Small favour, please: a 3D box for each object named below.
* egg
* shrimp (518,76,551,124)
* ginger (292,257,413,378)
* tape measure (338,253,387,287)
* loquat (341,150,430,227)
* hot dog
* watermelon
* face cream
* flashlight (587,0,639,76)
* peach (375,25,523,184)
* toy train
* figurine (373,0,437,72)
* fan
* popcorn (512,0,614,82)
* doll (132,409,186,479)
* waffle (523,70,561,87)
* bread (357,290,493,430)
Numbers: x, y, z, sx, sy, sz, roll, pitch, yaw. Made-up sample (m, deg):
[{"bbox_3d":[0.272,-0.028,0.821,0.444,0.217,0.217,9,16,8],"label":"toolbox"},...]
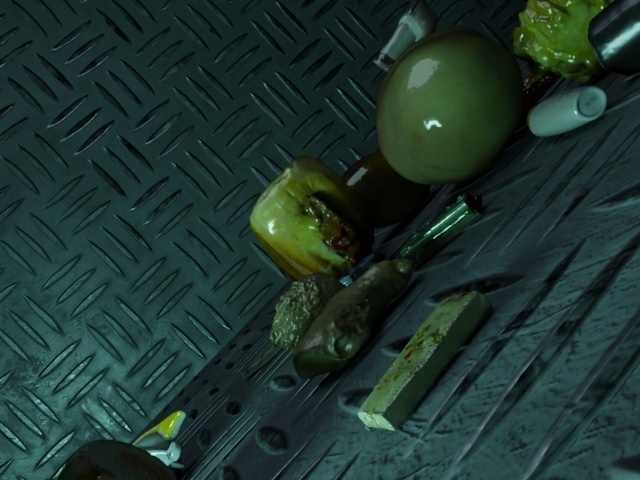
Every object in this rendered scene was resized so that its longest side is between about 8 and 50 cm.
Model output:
[{"bbox_3d":[-0.013,0.115,1.070,0.140,0.118,0.116,-59,10,-22],"label":"egg"},{"bbox_3d":[0.352,-0.221,1.371,0.294,0.062,0.154,-47,15,2],"label":"shrimp"},{"bbox_3d":[0.042,0.101,0.950,0.137,0.074,0.213,-26,21,51],"label":"ginger"},{"bbox_3d":[0.067,0.069,1.227,0.091,0.054,0.094,-39,2,-34],"label":"tape measure"},{"bbox_3d":[0.140,-0.117,1.559,0.227,0.179,0.179,-26,-5,-23],"label":"loquat"},{"bbox_3d":[0.001,-0.002,1.382,0.185,0.223,0.405,-48,-11,-7],"label":"hot dog"},{"bbox_3d":[-0.272,0.353,0.759,0.188,0.175,0.322,-44,2,-1],"label":"watermelon"},{"bbox_3d":[0.339,-0.179,0.958,0.072,0.051,0.182,-46,4,1],"label":"face cream"},{"bbox_3d":[0.488,-0.344,0.769,0.103,0.103,0.424,-47,4,-40],"label":"flashlight"},{"bbox_3d":[0.223,-0.243,1.248,0.292,0.247,0.292,-31,40,30],"label":"peach"},{"bbox_3d":[0.183,-0.019,1.026,0.148,0.038,0.071,-42,6,30],"label":"toy train"},{"bbox_3d":[0.323,-0.431,1.757,0.253,0.361,0.211,-51,7,-30],"label":"figurine"},{"bbox_3d":[-0.155,0.291,1.608,0.329,0.009,0.191,-41,5,18],"label":"fan"},{"bbox_3d":[0.407,-0.340,1.112,0.156,0.197,0.197,-60,4,-2],"label":"popcorn"},{"bbox_3d":[-0.312,0.415,1.227,0.316,0.103,0.145,-49,3,45],"label":"doll"},{"bbox_3d":[0.469,-0.348,1.555,0.229,0.051,0.231,-47,2,9],"label":"waffle"},{"bbox_3d":[0.092,0.107,0.622,0.154,0.028,0.068,-48,6,-19],"label":"bread"}]
